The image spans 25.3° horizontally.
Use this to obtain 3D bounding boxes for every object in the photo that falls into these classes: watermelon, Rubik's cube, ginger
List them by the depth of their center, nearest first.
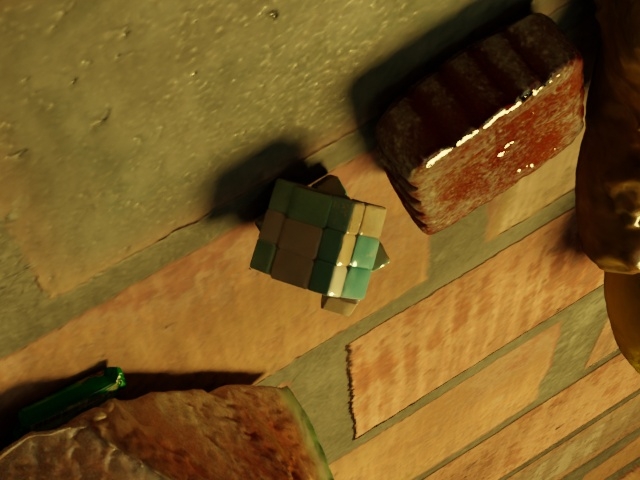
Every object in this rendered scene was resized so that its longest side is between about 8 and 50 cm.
[{"bbox_3d":[0.002,-0.001,0.892,0.073,0.084,0.075,10,113,-56],"label":"Rubik's cube"},{"bbox_3d":[0.255,-0.096,0.936,0.172,0.165,0.321,-46,158,-20],"label":"ginger"},{"bbox_3d":[-0.138,0.254,1.015,0.292,0.222,0.319,-40,162,10],"label":"watermelon"}]

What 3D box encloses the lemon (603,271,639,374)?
[{"bbox_3d":[0.370,0.040,1.309,0.219,0.240,0.240,13,129,-47],"label":"lemon"}]

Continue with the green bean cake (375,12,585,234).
[{"bbox_3d":[0.101,-0.074,0.908,0.135,0.056,0.135,-34,161,-3],"label":"green bean cake"}]

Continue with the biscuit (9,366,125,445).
[{"bbox_3d":[-0.169,0.110,0.956,0.089,0.016,0.046,-25,158,-23],"label":"biscuit"}]
